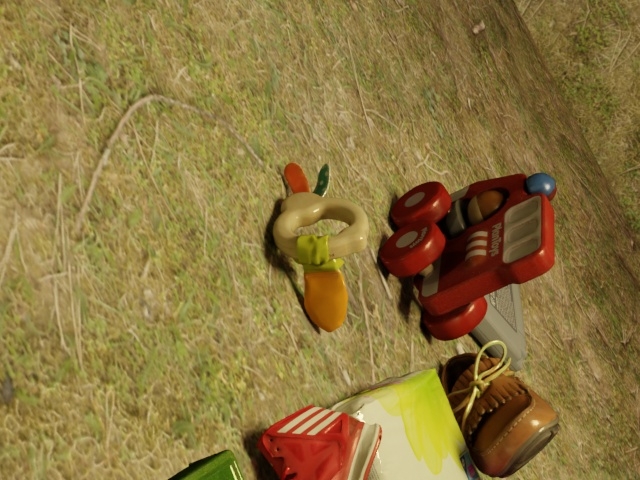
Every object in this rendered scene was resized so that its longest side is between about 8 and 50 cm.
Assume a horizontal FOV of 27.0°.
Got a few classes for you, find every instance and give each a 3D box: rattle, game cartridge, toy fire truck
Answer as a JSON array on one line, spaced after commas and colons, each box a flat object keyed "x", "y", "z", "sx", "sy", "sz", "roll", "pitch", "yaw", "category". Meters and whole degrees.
[{"x": 0.000, "y": 0.000, "z": 1.768, "sx": 0.142, "sy": 0.130, "sz": 0.199, "roll": 63, "pitch": -5, "yaw": -33, "category": "rattle"}, {"x": 0.283, "y": 0.063, "z": 2.309, "sx": 0.196, "sy": 0.060, "sz": 0.294, "roll": 51, "pitch": 27, "yaw": -37, "category": "game cartridge"}, {"x": 0.248, "y": -0.003, "z": 2.046, "sx": 0.169, "sy": 0.254, "sz": 0.302, "roll": 56, "pitch": 26, "yaw": -22, "category": "toy fire truck"}]

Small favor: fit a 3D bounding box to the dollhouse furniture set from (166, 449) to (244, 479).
[{"x": -0.123, "y": 0.348, "z": 1.045, "sx": 0.301, "sy": 0.197, "sz": 0.151, "roll": 68, "pitch": 15, "yaw": 5, "category": "dollhouse furniture set"}]

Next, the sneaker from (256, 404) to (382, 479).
[{"x": -0.025, "y": 0.283, "z": 1.463, "sx": 0.087, "sy": 0.128, "sz": 0.221, "roll": 101, "pitch": 12, "yaw": -58, "category": "sneaker"}]

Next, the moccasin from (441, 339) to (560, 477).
[{"x": 0.236, "y": 0.225, "z": 1.860, "sx": 0.147, "sy": 0.139, "sz": 0.380, "roll": 48, "pitch": 6, "yaw": -6, "category": "moccasin"}]

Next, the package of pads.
[{"x": 0.101, "y": 0.289, "z": 1.661, "sx": 0.296, "sy": 0.101, "sz": 0.229, "roll": -14, "pitch": 81, "yaw": -66, "category": "package of pads"}]
